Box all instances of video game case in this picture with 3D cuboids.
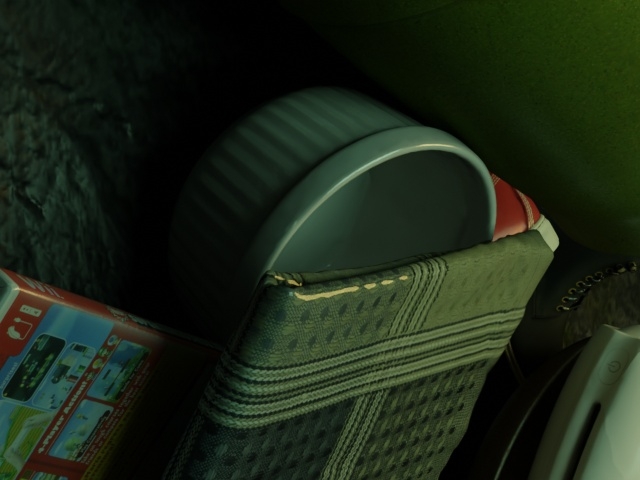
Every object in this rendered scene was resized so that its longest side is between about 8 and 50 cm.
[{"bbox_3d":[-0.136,0.134,1.054,0.204,0.025,0.285,-57,145,6],"label":"video game case"}]

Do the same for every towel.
[{"bbox_3d":[-0.005,0.134,1.154,0.324,0.056,0.312,-8,126,-57],"label":"towel"}]

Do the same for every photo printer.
[{"bbox_3d":[0.269,0.201,1.533,0.307,0.107,0.256,15,94,-53],"label":"photo printer"}]

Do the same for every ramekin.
[{"bbox_3d":[0.000,0.000,1.203,0.207,0.109,0.207,-28,139,-27],"label":"ramekin"}]

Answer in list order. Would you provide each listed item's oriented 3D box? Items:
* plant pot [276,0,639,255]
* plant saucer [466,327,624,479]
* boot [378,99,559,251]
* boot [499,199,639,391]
[{"bbox_3d":[0.166,-0.188,1.220,0.353,0.366,0.366,48,51,-32],"label":"plant pot"},{"bbox_3d":[0.197,0.214,1.578,0.310,0.050,0.311,-28,128,-44],"label":"plant saucer"},{"bbox_3d":[0.038,0.002,1.366,0.244,0.088,0.176,-41,99,-27],"label":"boot"},{"bbox_3d":[0.214,0.041,1.569,0.077,0.137,0.198,-33,120,-52],"label":"boot"}]
